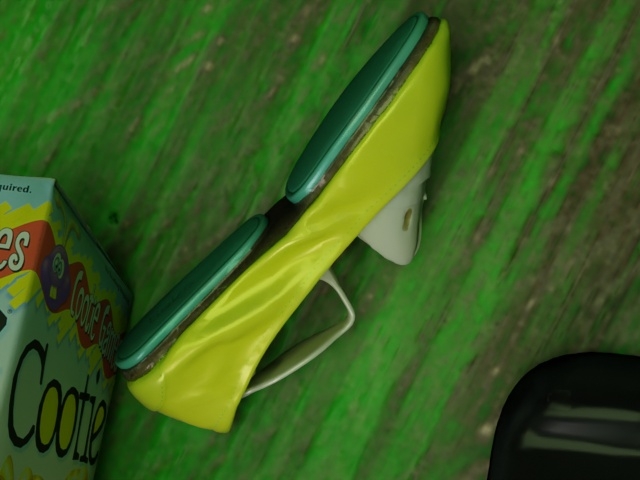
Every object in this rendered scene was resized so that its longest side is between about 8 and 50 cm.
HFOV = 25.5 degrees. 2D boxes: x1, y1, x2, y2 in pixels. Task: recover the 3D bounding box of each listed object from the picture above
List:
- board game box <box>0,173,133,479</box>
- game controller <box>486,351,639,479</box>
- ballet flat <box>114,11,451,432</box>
[{"bbox_3d":[-0.190,0.119,0.609,0.144,0.142,0.275,5,67,9],"label":"board game box"},{"bbox_3d":[0.140,0.203,0.598,0.167,0.067,0.319,5,70,17],"label":"game controller"},{"bbox_3d":[0.000,0.000,0.668,0.077,0.077,0.231,39,99,-13],"label":"ballet flat"}]
